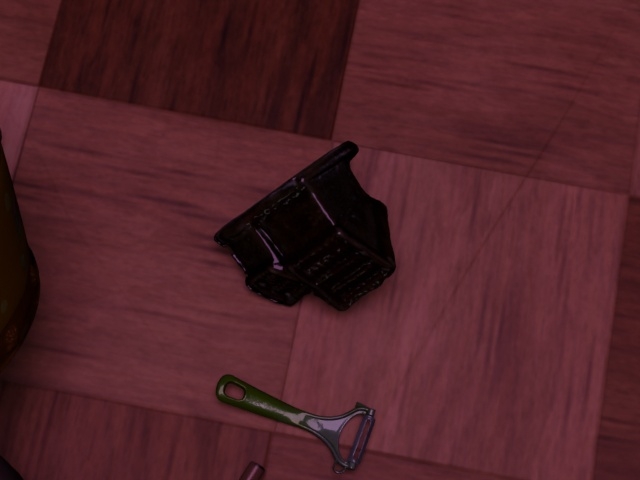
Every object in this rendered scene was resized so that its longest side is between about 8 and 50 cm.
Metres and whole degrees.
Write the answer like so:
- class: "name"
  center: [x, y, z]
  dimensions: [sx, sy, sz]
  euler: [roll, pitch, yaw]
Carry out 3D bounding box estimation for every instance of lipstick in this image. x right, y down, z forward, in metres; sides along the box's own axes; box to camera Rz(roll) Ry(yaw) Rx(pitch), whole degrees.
- class: "lipstick"
  center: [-0.088, 0.267, 1.524]
  dimensions: [0.019, 0.019, 0.094]
  euler: [31, 73, 9]

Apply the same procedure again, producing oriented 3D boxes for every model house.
- class: "model house"
  center: [-0.005, 0.004, 1.586]
  dimensions: [0.165, 0.106, 0.152]
  euler: [-36, 86, 24]

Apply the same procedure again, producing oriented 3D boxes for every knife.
- class: "knife"
  center: [-0.030, 0.182, 1.552]
  dimensions: [0.166, 0.023, 0.078]
  euler: [20, 65, 4]

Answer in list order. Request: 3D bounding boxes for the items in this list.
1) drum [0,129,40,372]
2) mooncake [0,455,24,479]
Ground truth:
- class: "drum"
  center: [-0.486, 0.003, 1.409]
  dimensions: [0.431, 0.214, 0.431]
  euler: [-3, 40, 3]
- class: "mooncake"
  center: [-0.421, 0.289, 1.438]
  dimensions: [0.306, 0.154, 0.306]
  euler: [0, 70, -1]
